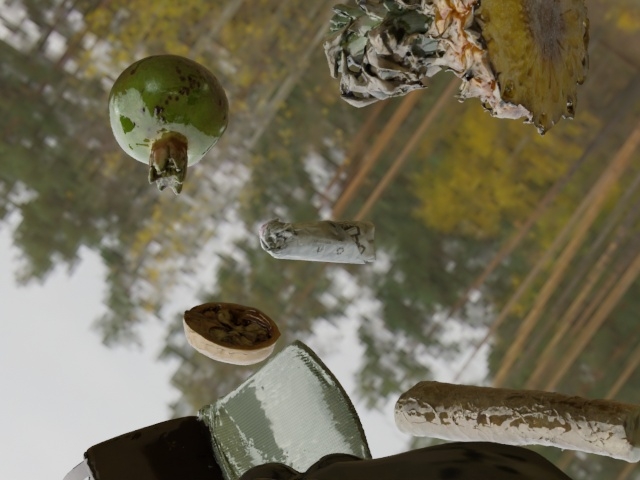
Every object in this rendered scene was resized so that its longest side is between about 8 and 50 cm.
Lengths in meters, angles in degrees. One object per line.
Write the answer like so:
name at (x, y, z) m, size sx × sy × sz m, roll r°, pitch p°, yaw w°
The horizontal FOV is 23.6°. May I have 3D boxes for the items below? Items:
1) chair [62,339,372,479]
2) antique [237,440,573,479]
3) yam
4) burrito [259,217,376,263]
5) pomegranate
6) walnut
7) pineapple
chair at (-0.119, 0.239, 1.466) m, size 0.186 × 0.319 × 0.160 m, roll -17°, pitch -104°, yaw -40°
antique at (0.068, 0.274, 1.135) m, size 0.185 × 0.322 × 0.255 m, roll -37°, pitch -68°, yaw -78°
yam at (0.200, 0.179, 1.532) m, size 0.299 × 0.066 × 0.066 m, roll 1°, pitch 159°, yaw 46°
burrito at (0.001, -0.001, 2.223) m, size 0.203 × 0.064 × 0.064 m, roll 2°, pitch -153°, yaw -33°
pomegranate at (-0.197, -0.151, 2.000) m, size 0.159 × 0.159 × 0.205 m, roll 30°, pitch -140°, yaw -34°
walnut at (-0.111, 0.120, 1.859) m, size 0.121 × 0.052 × 0.091 m, roll 14°, pitch -149°, yaw 5°
pineapple at (0.121, -0.233, 1.685) m, size 0.271 × 0.262 × 0.262 m, roll -2°, pitch 162°, yaw 37°
